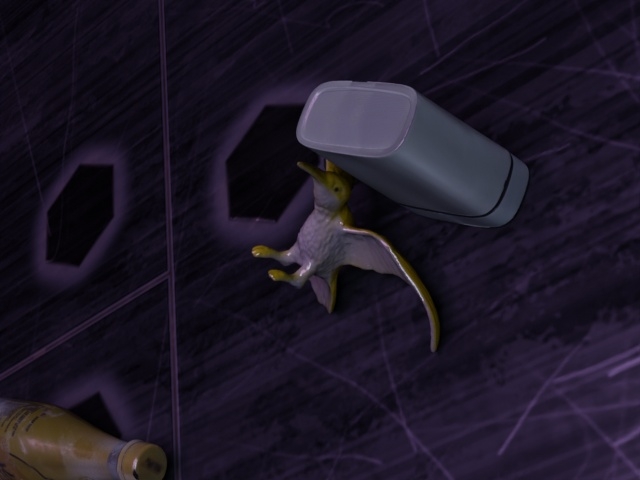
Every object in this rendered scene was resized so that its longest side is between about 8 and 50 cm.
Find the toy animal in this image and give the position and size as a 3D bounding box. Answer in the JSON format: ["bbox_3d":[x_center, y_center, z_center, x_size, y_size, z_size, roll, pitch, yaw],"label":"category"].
[{"bbox_3d":[0.000,0.000,0.929,0.095,0.155,0.219,-40,53,11],"label":"toy animal"}]

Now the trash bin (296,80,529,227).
[{"bbox_3d":[0.066,-0.062,0.894,0.116,0.130,0.059,11,77,49],"label":"trash bin"}]

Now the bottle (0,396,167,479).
[{"bbox_3d":[-0.239,0.190,1.120,0.270,0.083,0.083,1,71,41],"label":"bottle"}]
